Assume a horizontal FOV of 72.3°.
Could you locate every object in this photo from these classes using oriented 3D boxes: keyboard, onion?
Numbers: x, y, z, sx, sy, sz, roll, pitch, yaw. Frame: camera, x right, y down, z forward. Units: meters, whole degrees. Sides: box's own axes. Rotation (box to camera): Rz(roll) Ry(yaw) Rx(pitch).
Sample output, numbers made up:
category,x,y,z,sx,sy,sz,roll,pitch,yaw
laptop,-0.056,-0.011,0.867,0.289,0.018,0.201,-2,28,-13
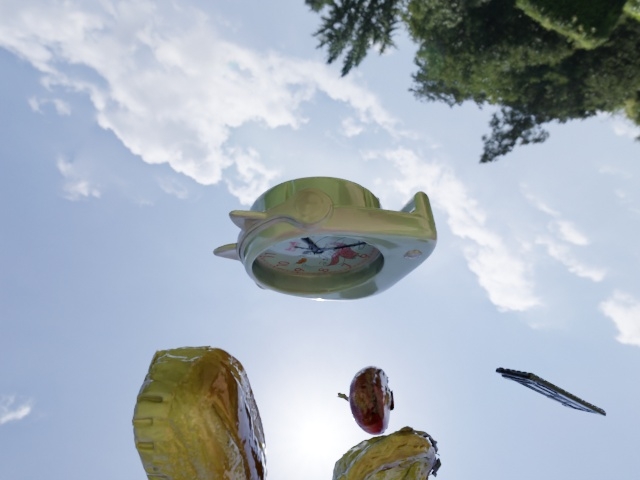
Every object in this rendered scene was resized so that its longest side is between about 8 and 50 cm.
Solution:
category,x,y,z,sx,sy,sz,roll,pitch,yaw
keyboard,0.358,0.234,0.675,0.204,0.061,0.013,28,-109,-26
onion,0.093,0.365,1.007,0.150,0.140,0.150,34,-129,-54

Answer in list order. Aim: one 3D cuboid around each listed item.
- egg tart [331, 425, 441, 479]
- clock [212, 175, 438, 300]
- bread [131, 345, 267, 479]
category,x,y,z,sx,sy,sz,roll,pitch,yaw
egg tart,0.121,0.486,0.900,0.279,0.278,0.095,-1,-155,-31
clock,0.000,0.000,0.713,0.324,0.265,0.108,10,-121,-22
bread,-0.122,0.233,0.493,0.106,0.236,0.140,-9,-157,2
